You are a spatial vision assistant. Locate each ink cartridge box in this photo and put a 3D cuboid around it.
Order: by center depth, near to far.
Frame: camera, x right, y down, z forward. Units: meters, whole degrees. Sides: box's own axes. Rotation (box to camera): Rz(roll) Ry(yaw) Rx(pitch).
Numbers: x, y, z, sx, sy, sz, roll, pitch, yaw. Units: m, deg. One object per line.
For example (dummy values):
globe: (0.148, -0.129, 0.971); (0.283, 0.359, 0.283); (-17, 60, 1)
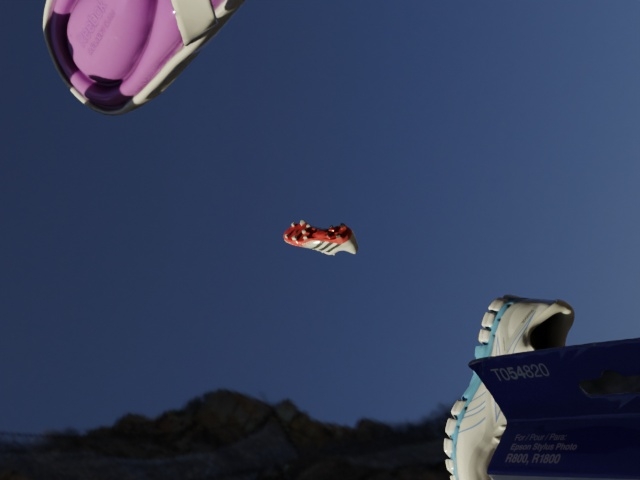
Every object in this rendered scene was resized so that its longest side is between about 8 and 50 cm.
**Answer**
ink cartridge box: (0.201, 0.158, 0.601); (0.045, 0.223, 0.224); (-41, -79, -32)

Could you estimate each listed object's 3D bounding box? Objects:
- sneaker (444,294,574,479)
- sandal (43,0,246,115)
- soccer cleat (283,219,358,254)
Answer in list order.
sneaker: (0.159, 0.127, 0.849); (0.071, 0.083, 0.190); (26, -112, -27)
sandal: (-0.121, -0.215, 0.753); (0.102, 0.169, 0.416); (-43, -7, -40)
soccer cleat: (0.000, 0.000, 1.047); (0.035, 0.083, 0.029); (56, -132, -39)
